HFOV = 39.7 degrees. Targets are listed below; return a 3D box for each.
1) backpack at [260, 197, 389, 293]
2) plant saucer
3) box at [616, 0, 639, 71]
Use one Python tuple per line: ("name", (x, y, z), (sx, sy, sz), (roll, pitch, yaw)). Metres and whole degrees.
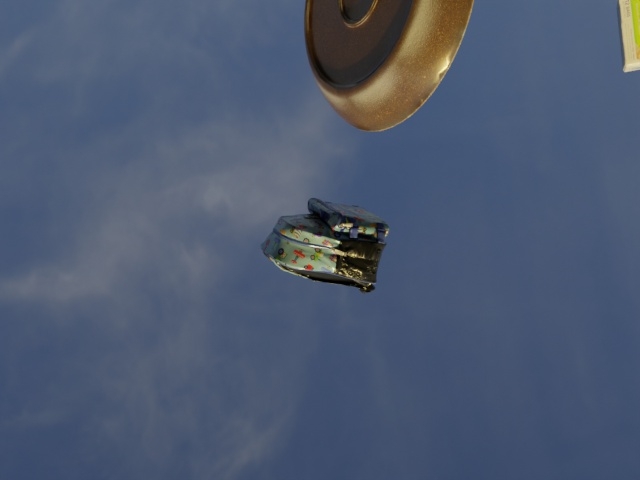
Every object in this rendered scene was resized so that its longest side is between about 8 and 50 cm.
("backpack", (0.000, 0.000, 1.392), (0.173, 0.117, 0.158), (10, -168, -20))
("plant saucer", (0.061, -0.282, 1.006), (0.050, 0.311, 0.311), (6, -130, -32))
("box", (0.587, -0.346, 1.421), (0.203, 0.103, 0.114), (-6, -87, 17))
